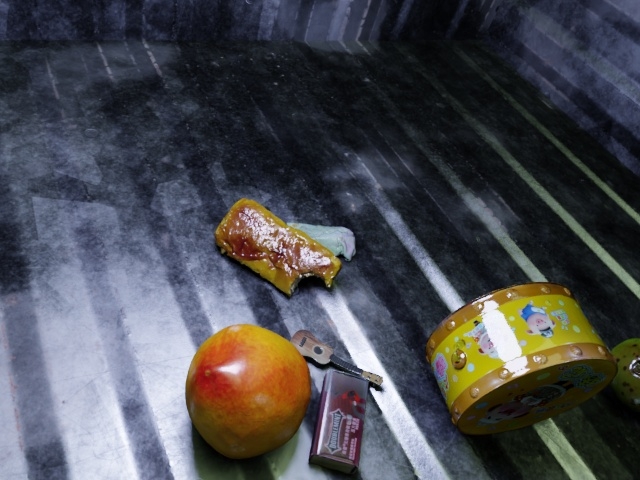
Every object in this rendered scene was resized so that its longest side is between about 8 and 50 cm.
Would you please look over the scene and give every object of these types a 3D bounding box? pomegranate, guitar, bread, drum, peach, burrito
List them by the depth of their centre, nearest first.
[{"bbox_3d":[-0.156,0.327,1.136,0.288,0.308,0.289,5,64,-12],"label":"peach"},{"bbox_3d":[0.498,0.309,1.311,0.430,0.431,0.214,1,48,-19],"label":"drum"},{"bbox_3d":[0.042,0.326,1.390,0.271,0.038,0.084,25,46,7],"label":"guitar"},{"bbox_3d":[-0.127,0.035,1.521,0.380,0.109,0.185,32,82,11],"label":"bread"},{"bbox_3d":[1.003,0.414,1.542,0.285,0.231,0.231,16,44,-21],"label":"pomegranate"},{"bbox_3d":[0.000,0.000,1.649,0.228,0.089,0.144,-2,54,-18],"label":"burrito"}]

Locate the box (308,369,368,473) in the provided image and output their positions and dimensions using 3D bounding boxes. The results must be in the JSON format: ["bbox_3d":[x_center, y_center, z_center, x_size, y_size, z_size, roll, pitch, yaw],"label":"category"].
[{"bbox_3d":[0.048,0.440,1.270,0.120,0.069,0.224,18,47,-3],"label":"box"}]
